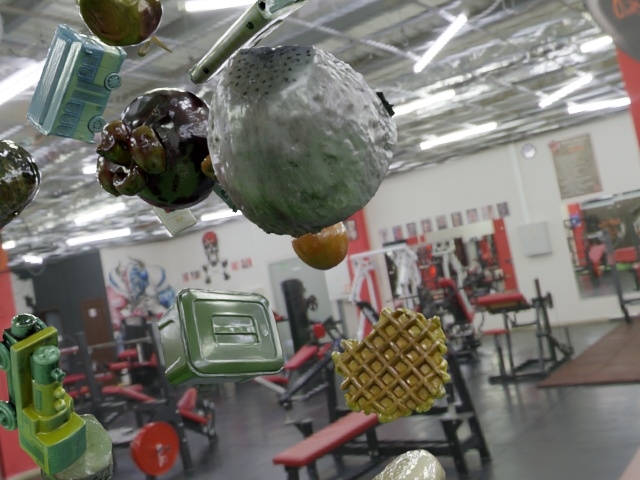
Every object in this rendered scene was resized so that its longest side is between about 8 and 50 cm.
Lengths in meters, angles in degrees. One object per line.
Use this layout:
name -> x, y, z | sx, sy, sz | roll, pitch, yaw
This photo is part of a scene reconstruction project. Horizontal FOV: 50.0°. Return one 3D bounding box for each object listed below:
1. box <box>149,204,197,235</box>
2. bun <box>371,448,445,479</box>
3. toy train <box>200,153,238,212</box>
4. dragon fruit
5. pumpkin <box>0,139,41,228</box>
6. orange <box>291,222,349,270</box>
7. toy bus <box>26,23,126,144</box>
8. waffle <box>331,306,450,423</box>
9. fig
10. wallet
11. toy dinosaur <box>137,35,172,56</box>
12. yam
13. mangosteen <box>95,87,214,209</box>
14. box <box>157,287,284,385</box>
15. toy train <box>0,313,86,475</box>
box -> -0.456, -0.097, 2.071 | 0.090, 0.167, 0.024 | -30, -17, -31
bun -> 0.102, 0.398, 0.973 | 0.210, 0.116, 0.237 | -41, -14, -9
toy train -> -0.129, -0.198, 1.560 | 0.232, 0.163, 0.369 | -36, -15, -41
dragon fruit -> -0.057, -0.143, 1.011 | 0.283, 0.203, 0.221 | 4, -29, 32
pumpkin -> -0.647, -0.098, 1.323 | 0.224, 0.157, 0.223 | -43, 7, 6
orange -> 0.000, 0.000, 2.264 | 0.206, 0.206, 0.206 | -10, -3, -1
toy bus -> -0.731, -0.464, 2.063 | 0.152, 0.312, 0.190 | 36, 18, 33
waffle -> 0.178, 0.304, 1.720 | 0.301, 0.281, 0.058 | -22, -25, 13
fig -> -0.405, -0.460, 1.372 | 0.166, 0.154, 0.144 | 13, -33, -30
wallet -> -0.179, -0.517, 1.715 | 0.310, 0.077, 0.223 | -28, 16, 44
toy dinosaur -> -0.424, -0.510, 1.689 | 0.162, 0.126, 0.039 | 5, -28, 10
yam -> -0.682, 0.615, 1.928 | 0.201, 0.202, 0.271 | -37, -9, -43
mangosteen -> -0.399, -0.220, 1.696 | 0.347, 0.306, 0.307 | -22, 6, -42
box -> -0.283, 0.283, 1.918 | 0.329, 0.252, 0.178 | 8, -34, -41
toy train -> -0.667, 0.350, 1.625 | 0.237, 0.368, 0.150 | 28, 36, 25
